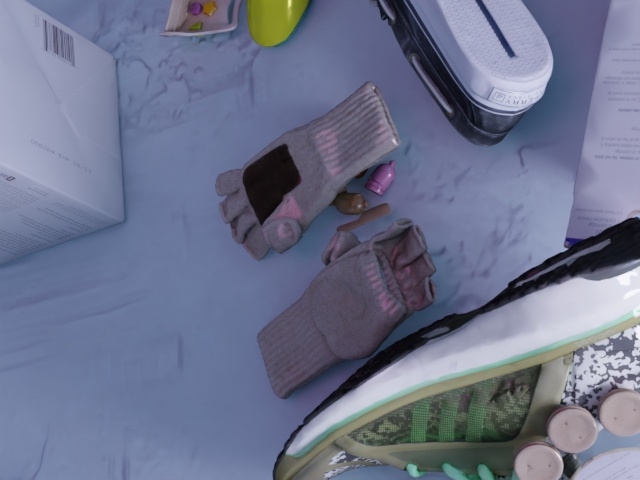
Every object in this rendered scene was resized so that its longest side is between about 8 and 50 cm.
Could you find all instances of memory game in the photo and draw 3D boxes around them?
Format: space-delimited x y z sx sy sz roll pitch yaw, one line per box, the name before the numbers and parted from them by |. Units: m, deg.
memory game | 0.228 0.191 1.111 0.186 0.012 0.186 3 112 6

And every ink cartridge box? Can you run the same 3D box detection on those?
ink cartridge box | 0.308 -0.137 1.217 0.165 0.065 0.332 7 76 33

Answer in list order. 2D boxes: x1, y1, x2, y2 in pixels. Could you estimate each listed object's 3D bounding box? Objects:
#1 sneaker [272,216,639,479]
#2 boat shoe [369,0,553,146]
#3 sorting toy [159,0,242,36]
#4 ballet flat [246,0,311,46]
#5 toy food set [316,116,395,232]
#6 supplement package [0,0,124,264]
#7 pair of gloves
sneaker | 0.132 0.147 1.183 0.410 0.158 0.182 -31 89 34
boat shoe | 0.089 -0.229 1.341 0.119 0.121 0.335 119 138 -51
sorting toy | -0.113 -0.236 1.521 0.075 0.045 0.083 6 77 25
ballet flat | -0.030 -0.305 1.470 0.077 0.077 0.231 19 84 34
toy food set | 0.033 -0.067 1.386 0.078 0.019 0.122 -23 62 23
supplement package | -0.365 -0.098 1.528 0.263 0.199 0.198 -18 65 26
pair of gloves | 0.000 0.000 1.345 0.204 0.042 0.240 -31 61 33
